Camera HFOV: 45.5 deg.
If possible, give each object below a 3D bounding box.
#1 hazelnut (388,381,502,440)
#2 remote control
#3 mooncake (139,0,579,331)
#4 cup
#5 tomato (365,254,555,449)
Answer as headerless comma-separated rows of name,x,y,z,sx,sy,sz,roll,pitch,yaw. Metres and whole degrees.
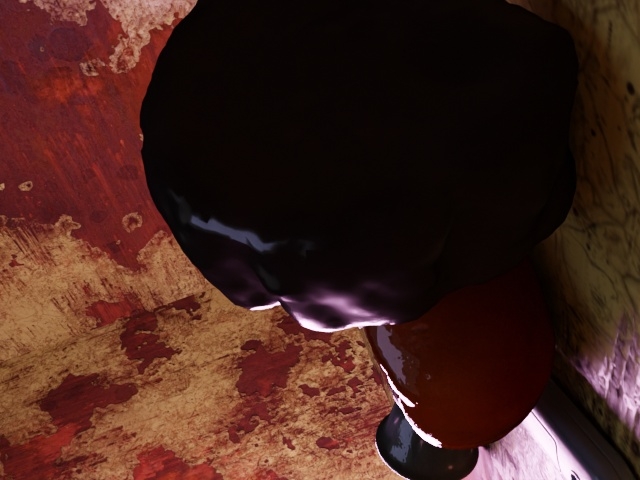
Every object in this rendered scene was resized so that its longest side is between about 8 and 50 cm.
hazelnut,0.196,0.206,1.105,0.202,0.160,0.170,33,-174,5
remote control,0.262,0.212,0.817,0.244,0.047,0.087,-120,14,-64
mooncake,0.022,-0.104,0.668,0.212,0.351,0.381,61,-165,-52
cup,0.209,0.329,1.421,0.199,0.199,0.150,-114,25,-54
tomato,0.145,0.088,0.801,0.260,0.180,0.259,-14,-90,-83
